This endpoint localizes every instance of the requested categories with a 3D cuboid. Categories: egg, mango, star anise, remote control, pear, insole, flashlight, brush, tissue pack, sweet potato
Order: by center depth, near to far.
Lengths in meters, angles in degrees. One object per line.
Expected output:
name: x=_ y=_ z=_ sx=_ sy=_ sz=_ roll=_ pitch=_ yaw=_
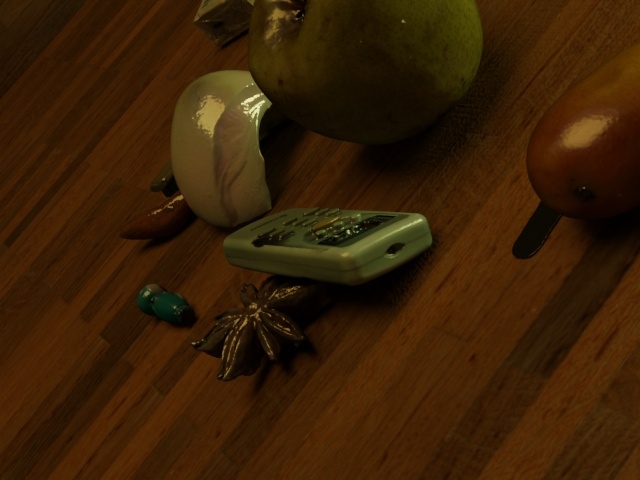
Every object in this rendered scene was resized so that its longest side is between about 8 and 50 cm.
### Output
mango: x=0.298 y=-0.113 z=1.007 sx=0.221 sy=0.120 sz=0.151 roll=-42 pitch=27 yaw=-8
insole: x=0.253 y=-0.041 z=1.096 sx=0.152 sy=0.002 sz=0.053 roll=-54 pitch=30 yaw=-14
star anise: x=-0.065 y=0.103 z=1.271 sx=0.182 sy=0.065 sz=0.195 roll=-3 pitch=39 yaw=48
remote control: x=0.000 y=0.000 z=1.278 sx=0.140 sy=0.056 sz=0.296 roll=-24 pitch=17 yaw=-31
pear: x=0.067 y=-0.267 z=1.327 sx=0.304 sy=0.304 sz=0.304 roll=-33 pitch=32 yaw=23
flashlight: x=-0.225 y=0.098 z=1.509 sx=0.051 sy=0.051 sz=0.129 roll=-53 pitch=36 yaw=-12
egg: x=-0.153 y=-0.169 z=1.600 sx=0.206 sy=0.162 sz=0.271 roll=-2 pitch=46 yaw=35
sweet potato: x=-0.251 y=-0.040 z=1.705 sx=0.202 sy=0.058 sz=0.055 roll=-26 pitch=11 yaw=20
brush: x=-0.206 y=-0.178 z=1.830 sx=0.054 sy=0.048 sz=0.282 roll=-10 pitch=38 yaw=44
tissue pack: x=-0.165 y=-0.514 z=2.144 sx=0.148 sy=0.092 sz=0.196 roll=-22 pitch=38 yaw=38
